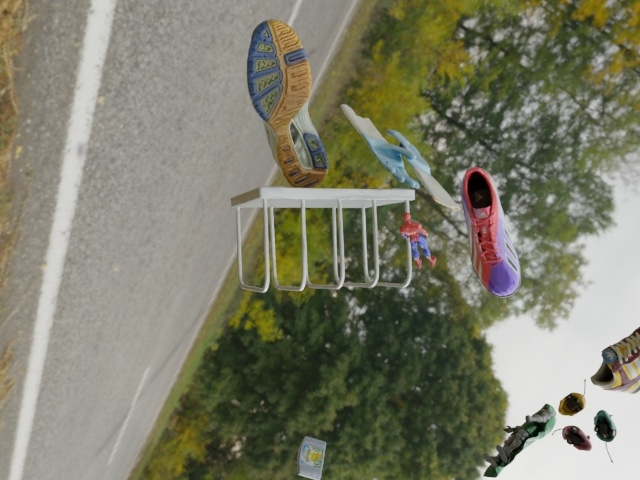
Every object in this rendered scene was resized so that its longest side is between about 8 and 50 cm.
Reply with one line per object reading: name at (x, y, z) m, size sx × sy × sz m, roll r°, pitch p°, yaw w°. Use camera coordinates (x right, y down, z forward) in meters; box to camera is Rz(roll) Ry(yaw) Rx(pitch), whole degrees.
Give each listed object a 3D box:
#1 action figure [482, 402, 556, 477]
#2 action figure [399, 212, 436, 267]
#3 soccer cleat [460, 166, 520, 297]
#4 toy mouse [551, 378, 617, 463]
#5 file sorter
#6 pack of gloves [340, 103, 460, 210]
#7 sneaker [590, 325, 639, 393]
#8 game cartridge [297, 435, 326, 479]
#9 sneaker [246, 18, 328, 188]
action figure at (0.445, 0.416, 1.292) m, size 0.232 × 0.063 × 0.137 m, roll -19°, pitch 156°, yaw -40°
action figure at (0.146, -0.002, 0.913) m, size 0.115 × 0.038 × 0.030 m, roll 58°, pitch 36°, yaw -45°
soccer cleat at (0.395, -0.022, 1.417) m, size 0.116 × 0.109 × 0.318 m, roll 28°, pitch 51°, yaw -66°
toy mouse at (0.529, 0.369, 1.172) m, size 0.031 × 0.143 × 0.161 m, roll -12°, pitch 142°, yaw -39°
file sorter at (0.000, 0.000, 1.057) m, size 0.193 × 0.278 × 0.173 m, roll 175°, pitch -86°, yaw -68°
pack of gloves at (0.160, -0.168, 1.114) m, size 0.046 × 0.195 × 0.232 m, roll -50°, pitch -133°, yaw 26°
sneaker at (0.547, 0.199, 1.046) m, size 0.069 × 0.084 × 0.185 m, roll -93°, pitch -167°, yaw -58°
game cartridge at (-0.021, 0.461, 1.269) m, size 0.017 × 0.056 × 0.083 m, roll 115°, pitch -11°, yaw -48°
sneaker at (-0.073, -0.237, 1.055) m, size 0.131 × 0.112 × 0.296 m, roll -128°, pitch -157°, yaw -60°
